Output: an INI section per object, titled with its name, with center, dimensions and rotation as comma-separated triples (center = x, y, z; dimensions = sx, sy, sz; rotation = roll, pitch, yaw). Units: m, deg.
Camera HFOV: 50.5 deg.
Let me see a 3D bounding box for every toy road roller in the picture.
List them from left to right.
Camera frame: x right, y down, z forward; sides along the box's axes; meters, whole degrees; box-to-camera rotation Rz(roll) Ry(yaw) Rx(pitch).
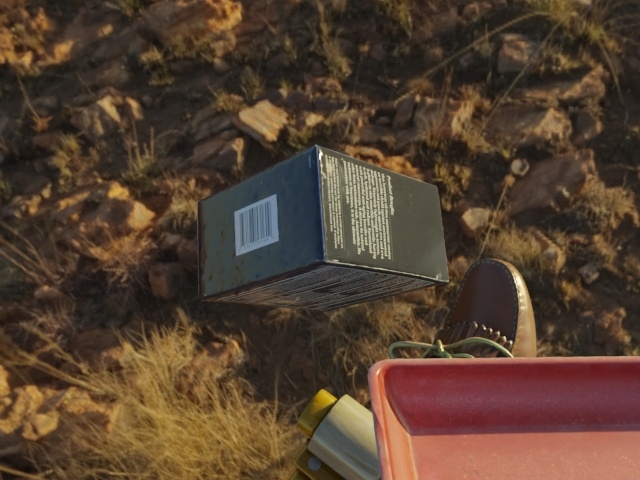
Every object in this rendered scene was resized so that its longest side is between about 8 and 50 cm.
[toy road roller]
center = 0.029, 0.435, 1.225
dimensions = 0.202, 0.329, 0.241
rotation = 34, 72, 17

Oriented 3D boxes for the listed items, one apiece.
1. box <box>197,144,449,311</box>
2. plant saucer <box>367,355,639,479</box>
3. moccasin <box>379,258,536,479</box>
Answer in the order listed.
[box]
center = 0.000, 0.000, 1.113
dimensions = 0.296, 0.294, 0.183
rotation = -18, 68, 42
[plant saucer]
center = 0.159, 0.160, 0.296
dimensions = 0.259, 0.048, 0.258
rotation = -1, 37, -3
[moccasin]
center = 0.162, 0.194, 0.855
dimensions = 0.139, 0.147, 0.380
rotation = 11, 71, 53
